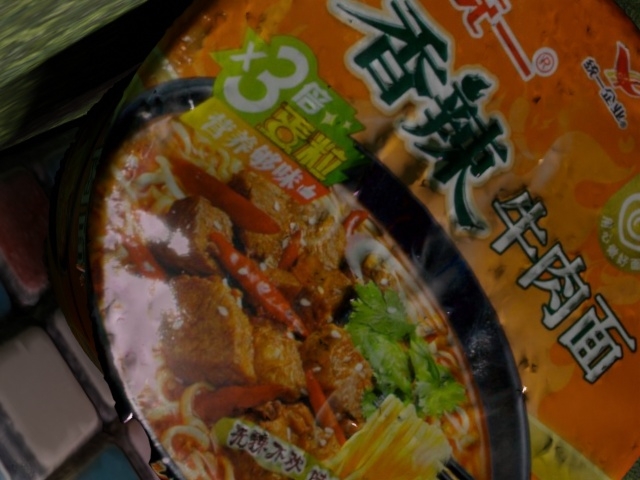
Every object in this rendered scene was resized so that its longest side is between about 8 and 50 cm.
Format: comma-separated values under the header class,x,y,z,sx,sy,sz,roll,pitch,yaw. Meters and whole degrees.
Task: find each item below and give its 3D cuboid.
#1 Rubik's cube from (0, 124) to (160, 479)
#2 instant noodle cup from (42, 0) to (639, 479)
class,x,y,z,sx,sy,sz,roll,pitch,yaw
Rubik's cube,-0.165,0.116,0.747,0.259,0.253,0.256,-30,-176,25
instant noodle cup,0.000,0.000,0.588,0.230,0.230,0.182,-32,-165,-19
